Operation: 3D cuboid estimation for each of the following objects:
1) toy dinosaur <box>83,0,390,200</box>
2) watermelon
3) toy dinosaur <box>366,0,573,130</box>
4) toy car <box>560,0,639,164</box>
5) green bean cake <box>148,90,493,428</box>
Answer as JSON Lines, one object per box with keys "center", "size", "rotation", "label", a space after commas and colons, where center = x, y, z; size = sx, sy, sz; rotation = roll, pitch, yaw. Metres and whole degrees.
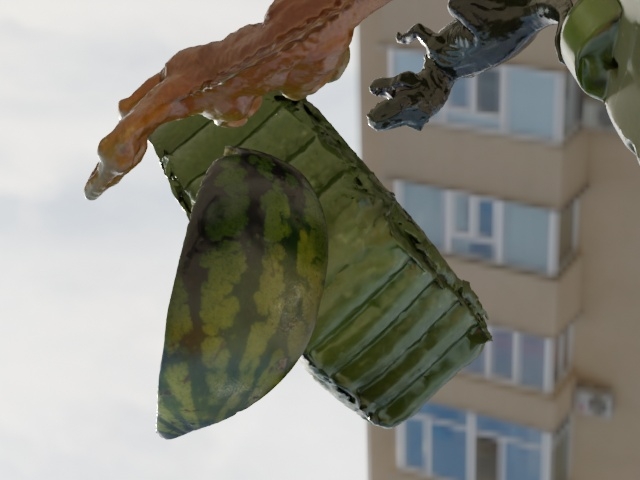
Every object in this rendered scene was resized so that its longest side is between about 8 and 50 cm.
{"center": [-0.012, -0.098, 0.765], "size": [0.212, 0.057, 0.142], "rotation": [-36, -179, 31], "label": "toy dinosaur"}
{"center": [-0.051, 0.015, 0.865], "size": [0.087, 0.163, 0.069], "rotation": [-6, 154, 38], "label": "watermelon"}
{"center": [0.126, -0.125, 1.261], "size": [0.087, 0.187, 0.179], "rotation": [11, -140, -37], "label": "toy dinosaur"}
{"center": [0.253, -0.126, 0.860], "size": [0.235, 0.235, 0.145], "rotation": [-9, -137, -14], "label": "toy car"}
{"center": [0.000, 0.000, 1.078], "size": [0.113, 0.214, 0.200], "rotation": [-40, -127, 4], "label": "green bean cake"}
